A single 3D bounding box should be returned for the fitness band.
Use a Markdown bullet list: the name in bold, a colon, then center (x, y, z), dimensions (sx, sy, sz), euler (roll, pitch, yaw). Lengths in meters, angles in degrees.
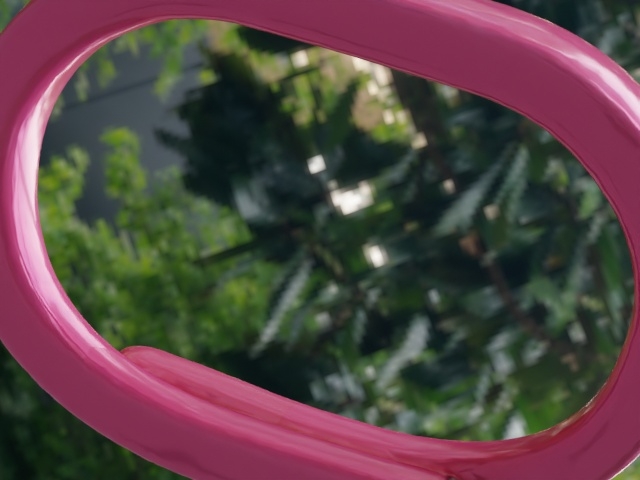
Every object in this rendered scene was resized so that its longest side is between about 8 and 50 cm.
- **fitness band**: center (0.000, 0.000, 0.703), dimensions (0.054, 0.291, 0.209), euler (-49, 154, -65)
